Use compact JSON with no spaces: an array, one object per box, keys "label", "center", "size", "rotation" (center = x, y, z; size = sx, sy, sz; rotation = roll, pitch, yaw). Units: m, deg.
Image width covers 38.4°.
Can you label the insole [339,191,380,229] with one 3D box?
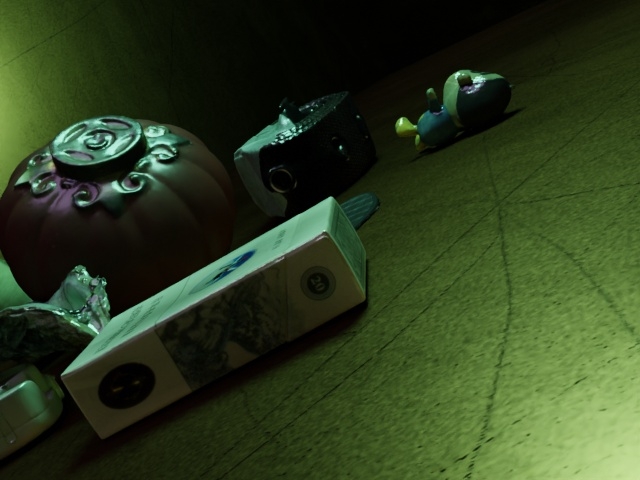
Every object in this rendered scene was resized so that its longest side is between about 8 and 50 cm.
[{"label":"insole","center":[0.000,0.000,1.067],"size":[0.110,0.012,0.309],"rotation":[-22,11,30]}]

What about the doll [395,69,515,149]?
[{"label":"doll","center":[0.187,-0.182,1.266],"size":[0.179,0.102,0.089],"rotation":[-17,58,38]}]

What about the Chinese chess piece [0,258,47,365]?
[{"label":"Chinese chess piece","center":[-0.496,0.086,1.356],"size":[0.101,0.250,0.250],"rotation":[-59,21,-20]}]

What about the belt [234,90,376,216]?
[{"label":"belt","center":[-0.027,-0.149,1.463],"size":[0.184,0.164,0.289],"rotation":[-19,15,23]}]

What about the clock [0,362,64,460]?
[{"label":"clock","center":[-0.345,0.186,0.962],"size":[0.151,0.062,0.191],"rotation":[-30,9,-6]}]

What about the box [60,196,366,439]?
[{"label":"box","center":[-0.085,0.063,0.818],"size":[0.256,0.069,0.164],"rotation":[-29,10,9]}]

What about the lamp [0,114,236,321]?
[{"label":"lamp","center":[-0.259,-0.027,1.186],"size":[0.303,0.257,0.303],"rotation":[-2,41,2]}]

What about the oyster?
[{"label":"oyster","center":[-0.316,0.087,1.009],"size":[0.252,0.087,0.199],"rotation":[-16,5,11]}]
